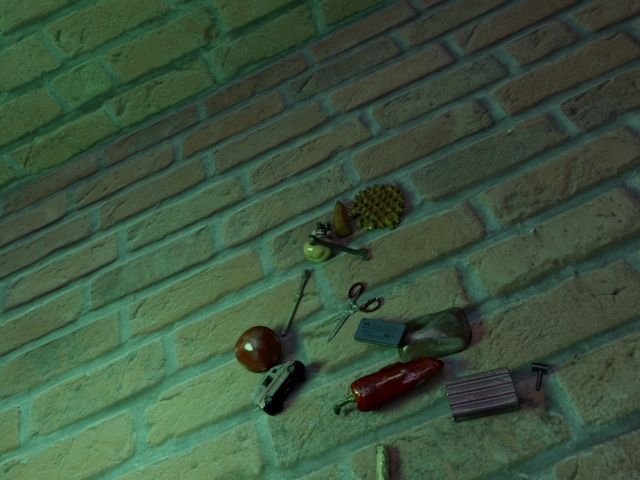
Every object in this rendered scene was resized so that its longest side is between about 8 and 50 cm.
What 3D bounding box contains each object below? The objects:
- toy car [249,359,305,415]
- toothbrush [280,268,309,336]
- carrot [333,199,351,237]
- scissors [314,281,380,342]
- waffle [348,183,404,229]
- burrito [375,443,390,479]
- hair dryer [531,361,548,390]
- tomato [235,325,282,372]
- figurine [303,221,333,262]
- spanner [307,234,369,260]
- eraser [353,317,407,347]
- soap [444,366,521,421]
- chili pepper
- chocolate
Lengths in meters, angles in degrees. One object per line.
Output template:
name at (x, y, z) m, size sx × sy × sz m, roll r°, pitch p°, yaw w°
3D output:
toy car at (-0.147, 0.493, 1.868) m, size 0.108 × 0.089 × 0.209 m, roll 26°, pitch 70°, yaw 41°
toothbrush at (-0.097, 0.237, 2.089) m, size 0.026 × 0.028 × 0.294 m, roll 5°, pitch 61°, yaw 27°
carrot at (0.087, -0.101, 2.249) m, size 0.072 × 0.072 × 0.205 m, roll -16°, pitch 45°, yaw 12°
scissors at (0.094, 0.267, 1.988) m, size 0.248 × 0.017 × 0.144 m, roll -40°, pitch 49°, yaw -9°
waffle at (0.232, -0.139, 2.222) m, size 0.229 × 0.051 × 0.231 m, roll 4°, pitch 55°, yaw 26°
burrito at (0.187, 0.696, 1.601) m, size 0.045 × 0.041 × 0.185 m, roll -44°, pitch 32°, yaw 47°
hair dryer at (0.658, 0.412, 1.632) m, size 0.047 × 0.026 × 0.083 m, roll 5°, pitch 64°, yaw 29°
tomato at (-0.223, 0.388, 1.942) m, size 0.167 × 0.167 × 0.167 m, roll -12°, pitch 51°, yaw 15°
figurine at (0.000, 0.000, 2.182) m, size 0.114 × 0.108 × 0.196 m, roll 9°, pitch 50°, yaw 9°
spanner at (0.070, 0.027, 2.100) m, size 0.254 × 0.015 × 0.054 m, roll 16°, pitch 55°, yaw -4°
eraser at (0.201, 0.314, 1.840) m, size 0.225 × 0.036 × 0.082 m, roll 0°, pitch 55°, yaw 49°
soap at (0.486, 0.465, 1.632) m, size 0.203 × 0.065 × 0.122 m, roll -15°, pitch 50°, yaw 12°
chili pepper at (0.213, 0.462, 1.725) m, size 0.387 × 0.110 × 0.110 m, roll -23°, pitch 49°, yaw 1°
chocolate at (0.369, 0.305, 1.797) m, size 0.254 × 0.080 × 0.157 m, roll -18°, pitch 49°, yaw 9°
